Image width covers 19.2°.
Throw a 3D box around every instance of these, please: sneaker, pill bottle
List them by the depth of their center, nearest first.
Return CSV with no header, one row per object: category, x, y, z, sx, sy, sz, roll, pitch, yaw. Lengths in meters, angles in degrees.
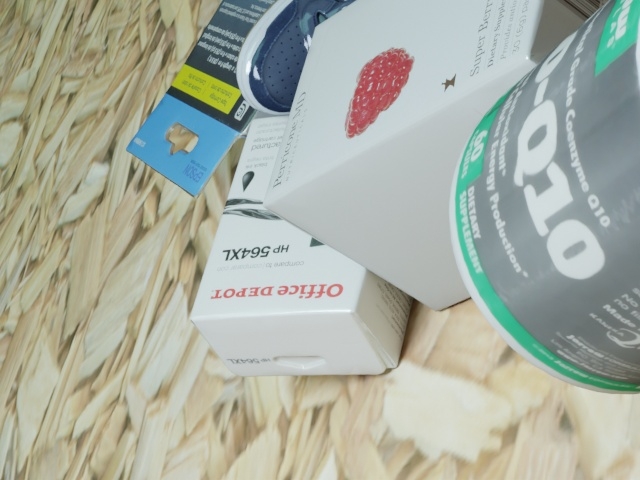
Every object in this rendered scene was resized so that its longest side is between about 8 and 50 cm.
pill bottle,0.222,-0.055,0.971,0.361,0.204,0.204,-43,24,64
sneaker,0.077,-0.175,1.500,0.282,0.099,0.153,-28,25,-15

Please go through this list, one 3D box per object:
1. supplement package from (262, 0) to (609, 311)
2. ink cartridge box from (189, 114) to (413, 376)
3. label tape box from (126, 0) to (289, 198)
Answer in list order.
supplement package,0.125,-0.097,1.332,0.293,0.175,0.177,-28,39,49
ink cartridge box,0.000,0.000,1.499,0.148,0.086,0.203,-4,52,27
label tape box,-0.026,-0.181,1.794,0.333,0.106,0.240,-58,25,1
